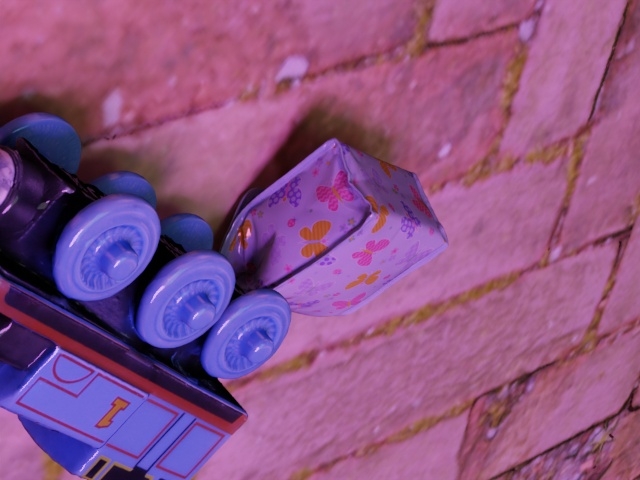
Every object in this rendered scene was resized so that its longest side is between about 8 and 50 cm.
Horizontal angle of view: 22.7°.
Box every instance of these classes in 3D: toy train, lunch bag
[{"bbox_3d":[-0.086,0.029,0.589,0.105,0.080,0.184,-49,146,2],"label":"toy train"},{"bbox_3d":[0.000,0.000,0.687,0.083,0.053,0.071,-38,152,22],"label":"lunch bag"}]
